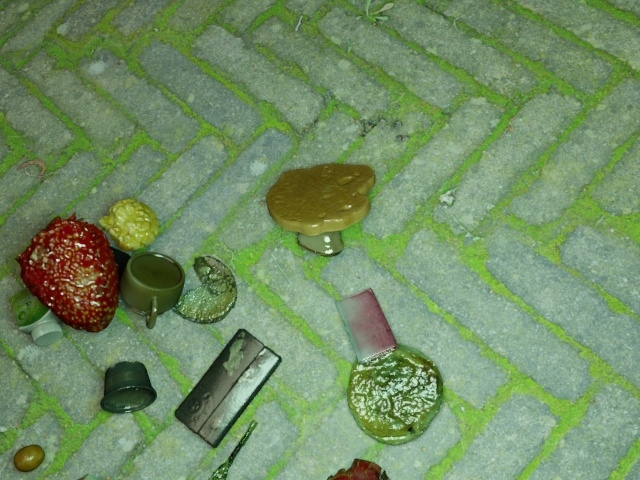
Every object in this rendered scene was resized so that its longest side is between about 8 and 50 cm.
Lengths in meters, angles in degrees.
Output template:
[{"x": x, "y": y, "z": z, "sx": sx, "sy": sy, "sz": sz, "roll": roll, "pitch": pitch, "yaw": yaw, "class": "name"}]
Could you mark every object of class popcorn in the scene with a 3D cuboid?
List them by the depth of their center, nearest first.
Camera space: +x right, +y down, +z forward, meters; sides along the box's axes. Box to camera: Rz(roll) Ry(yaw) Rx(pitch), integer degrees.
[{"x": -0.615, "y": -0.050, "z": 1.990, "sx": 0.170, "sy": 0.180, "sz": 0.180, "roll": -30, "pitch": 65, "yaw": 15, "class": "popcorn"}]

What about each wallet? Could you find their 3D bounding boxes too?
[{"x": 0.130, "y": 0.240, "z": 1.769, "sx": 0.119, "sy": 0.025, "sz": 0.232, "roll": -23, "pitch": 45, "yaw": 1, "class": "wallet"}, {"x": -0.271, "y": 0.425, "z": 1.800, "sx": 0.170, "sy": 0.044, "sz": 0.321, "roll": 32, "pitch": 77, "yaw": 23, "class": "wallet"}]

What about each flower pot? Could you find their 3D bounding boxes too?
[{"x": -0.567, "y": 0.423, "z": 1.805, "sx": 0.157, "sy": 0.157, "sz": 0.106, "roll": -23, "pitch": 55, "yaw": 1, "class": "flower pot"}]

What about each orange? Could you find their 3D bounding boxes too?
[{"x": -0.854, "y": 0.637, "z": 1.806, "sx": 0.085, "sy": 0.085, "sz": 0.085, "roll": -4, "pitch": 67, "yaw": 9, "class": "orange"}]

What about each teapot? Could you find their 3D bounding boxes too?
[{"x": -0.520, "y": 0.163, "z": 1.884, "sx": 0.186, "sy": 0.175, "sz": 0.267, "roll": 9, "pitch": 35, "yaw": -23, "class": "teapot"}]

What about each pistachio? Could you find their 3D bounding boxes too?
[{"x": 0.000, "y": 0.000, "z": 1.890, "sx": 0.149, "sy": 0.113, "sz": 0.113, "roll": 3, "pitch": 69, "yaw": 13, "class": "pistachio"}]

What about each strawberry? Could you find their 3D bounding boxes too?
[{"x": -0.740, "y": 0.099, "z": 1.890, "sx": 0.343, "sy": 0.292, "sz": 0.292, "roll": 41, "pitch": 80, "yaw": 16, "class": "strawberry"}]

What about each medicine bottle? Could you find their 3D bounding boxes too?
[{"x": -0.896, "y": 0.236, "z": 1.969, "sx": 0.132, "sy": 0.088, "sz": 0.188, "roll": -31, "pitch": 65, "yaw": -3, "class": "medicine bottle"}]

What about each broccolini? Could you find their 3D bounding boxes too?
[{"x": -0.251, "y": 0.608, "z": 1.724, "sx": 0.239, "sy": 0.051, "sz": 0.054, "roll": -58, "pitch": 26, "yaw": -15, "class": "broccolini"}]

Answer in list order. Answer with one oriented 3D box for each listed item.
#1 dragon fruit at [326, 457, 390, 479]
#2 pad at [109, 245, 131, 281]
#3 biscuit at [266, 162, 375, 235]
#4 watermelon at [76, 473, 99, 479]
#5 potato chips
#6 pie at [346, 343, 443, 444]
[{"x": 0.087, "y": 0.710, "z": 1.522, "sx": 0.250, "sy": 0.250, "sz": 0.315, "roll": 32, "pitch": 70, "yaw": 21, "class": "dragon fruit"}, {"x": -0.769, "y": 0.084, "z": 2.054, "sx": 0.267, "sy": 0.004, "sz": 0.181, "roll": 23, "pitch": 74, "yaw": 18, "class": "pad"}, {"x": 0.007, "y": -0.131, "z": 1.915, "sx": 0.351, "sy": 0.057, "sz": 0.312, "roll": -12, "pitch": 42, "yaw": 1, "class": "biscuit"}, {"x": -0.614, "y": 0.752, "z": 1.632, "sx": 0.251, "sy": 0.292, "sz": 0.283, "roll": -13, "pitch": 62, "yaw": -27, "class": "watermelon"}, {"x": -0.358, "y": 0.155, "z": 1.939, "sx": 0.202, "sy": 0.029, "sz": 0.219, "roll": -1, "pitch": 71, "yaw": 10, "class": "potato chips"}, {"x": 0.197, "y": 0.415, "z": 1.698, "sx": 0.277, "sy": 0.078, "sz": 0.277, "roll": -5, "pitch": 66, "yaw": 11, "class": "pie"}]
